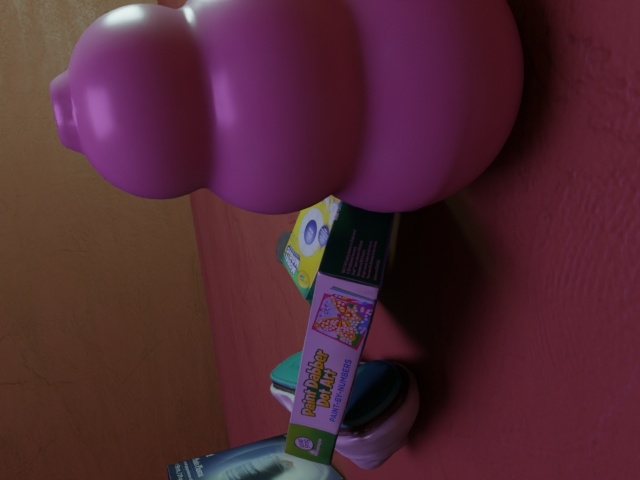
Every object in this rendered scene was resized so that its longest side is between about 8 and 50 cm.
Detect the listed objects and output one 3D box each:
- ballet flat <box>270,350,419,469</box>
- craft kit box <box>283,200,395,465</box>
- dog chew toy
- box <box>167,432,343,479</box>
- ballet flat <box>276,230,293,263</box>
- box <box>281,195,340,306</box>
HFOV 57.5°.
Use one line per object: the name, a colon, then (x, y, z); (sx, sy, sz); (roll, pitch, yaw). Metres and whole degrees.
ballet flat: (0.041, 0.230, 0.785); (0.400, 0.139, 0.139); (165, 95, -69)
craft kit box: (0.029, 0.052, 0.601); (0.250, 0.060, 0.247); (-70, -10, -52)
dog chew toy: (-0.020, -0.112, 0.436); (0.206, 0.331, 0.207); (170, 90, -71)
box: (-0.127, 0.523, 1.126); (0.296, 0.294, 0.183); (179, 83, -70)
ballet flat: (0.003, 0.029, 0.881); (0.250, 0.058, 0.084); (15, 93, 63)
box: (0.000, 0.000, 0.789); (0.105, 0.043, 0.179); (53, 128, 52)
